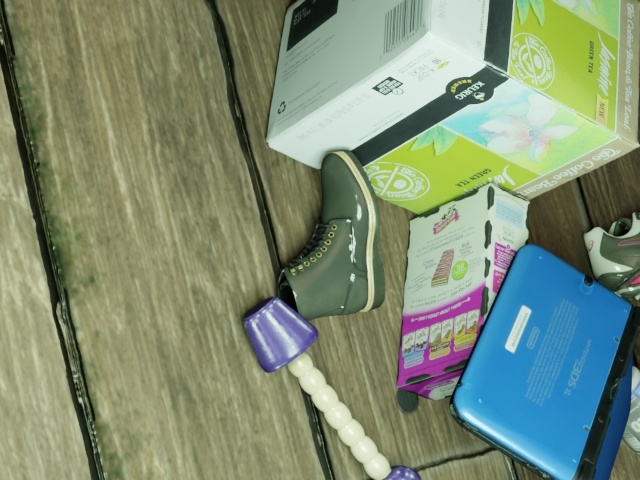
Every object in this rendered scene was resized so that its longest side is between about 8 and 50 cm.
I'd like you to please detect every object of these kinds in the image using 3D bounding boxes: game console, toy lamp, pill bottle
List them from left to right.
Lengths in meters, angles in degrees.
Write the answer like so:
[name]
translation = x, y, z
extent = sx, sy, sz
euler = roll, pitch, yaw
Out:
[toy lamp]
translation = 0.009, 0.185, 1.538
extent = 0.080, 0.080, 0.275
euler = -42, 102, -39
[game console]
translation = 0.266, 0.196, 1.562
extent = 0.250, 0.173, 0.293
euler = 32, 46, -1
[pill bottle]
translation = 0.441, 0.244, 1.833
extent = 0.137, 0.078, 0.078
euler = 48, 51, -12

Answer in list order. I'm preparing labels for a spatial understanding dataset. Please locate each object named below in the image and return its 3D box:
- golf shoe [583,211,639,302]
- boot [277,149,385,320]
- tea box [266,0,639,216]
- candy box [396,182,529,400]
[golf shoe]
translation = 0.494, 0.003, 1.954
extent = 0.273, 0.105, 0.120
euler = -20, 78, -40
[boot]
translation = 0.000, 0.000, 1.587
extent = 0.137, 0.077, 0.198
euler = -15, 95, -34
[tea box]
translation = 0.163, -0.204, 1.638
extent = 0.323, 0.329, 0.220
euler = 22, 61, -28
[candy box]
translation = 0.176, 0.066, 1.653
extent = 0.071, 0.159, 0.233
euler = 22, 61, -31
